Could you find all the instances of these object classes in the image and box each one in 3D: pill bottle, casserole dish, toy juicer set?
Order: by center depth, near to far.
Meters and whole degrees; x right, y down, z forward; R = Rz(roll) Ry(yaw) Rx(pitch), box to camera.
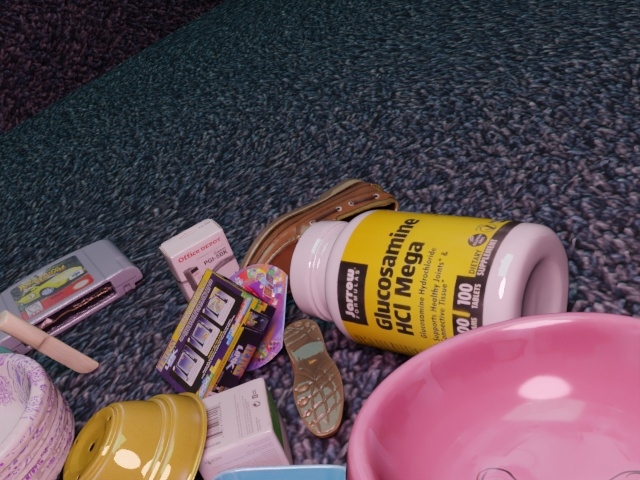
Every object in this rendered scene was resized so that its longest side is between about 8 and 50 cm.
[{"bbox_3d":[-0.041,0.289,0.811,0.188,0.037,0.114,-3,17,3],"label":"casserole dish"},{"bbox_3d":[0.129,0.057,0.974,0.334,0.188,0.188,7,40,39],"label":"pill bottle"},{"bbox_3d":[-0.535,0.193,1.138,0.329,0.209,0.089,-30,40,-13],"label":"toy juicer set"}]

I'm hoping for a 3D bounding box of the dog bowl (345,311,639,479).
[{"bbox_3d":[0.204,0.207,0.654,0.408,0.150,0.408,-14,19,5],"label":"dog bowl"}]

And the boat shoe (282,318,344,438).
[{"bbox_3d":[-0.004,0.184,0.981,0.064,0.060,0.178,-18,43,-1],"label":"boat shoe"}]

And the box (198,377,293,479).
[{"bbox_3d":[-0.096,0.243,0.912,0.102,0.087,0.101,-20,30,-1],"label":"box"}]

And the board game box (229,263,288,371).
[{"bbox_3d":[-0.116,0.108,1.112,0.133,0.033,0.168,-11,61,29],"label":"board game box"}]

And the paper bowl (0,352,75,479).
[{"bbox_3d":[-0.461,0.296,0.989,0.284,0.148,0.284,-15,31,9],"label":"paper bowl"}]

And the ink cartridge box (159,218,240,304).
[{"bbox_3d":[-0.188,0.048,1.232,0.099,0.135,0.056,-31,33,-16],"label":"ink cartridge box"}]

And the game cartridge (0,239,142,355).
[{"bbox_3d":[-0.497,0.104,1.415,0.294,0.060,0.196,-32,28,-19],"label":"game cartridge"}]

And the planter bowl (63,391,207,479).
[{"bbox_3d":[-0.235,0.258,0.880,0.217,0.090,0.217,-37,31,27],"label":"planter bowl"}]

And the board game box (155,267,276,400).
[{"bbox_3d":[-0.152,0.142,1.067,0.141,0.048,0.170,25,87,52],"label":"board game box"}]

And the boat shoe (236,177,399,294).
[{"bbox_3d":[0.000,0.000,1.220,0.307,0.110,0.104,-42,42,-24],"label":"boat shoe"}]
